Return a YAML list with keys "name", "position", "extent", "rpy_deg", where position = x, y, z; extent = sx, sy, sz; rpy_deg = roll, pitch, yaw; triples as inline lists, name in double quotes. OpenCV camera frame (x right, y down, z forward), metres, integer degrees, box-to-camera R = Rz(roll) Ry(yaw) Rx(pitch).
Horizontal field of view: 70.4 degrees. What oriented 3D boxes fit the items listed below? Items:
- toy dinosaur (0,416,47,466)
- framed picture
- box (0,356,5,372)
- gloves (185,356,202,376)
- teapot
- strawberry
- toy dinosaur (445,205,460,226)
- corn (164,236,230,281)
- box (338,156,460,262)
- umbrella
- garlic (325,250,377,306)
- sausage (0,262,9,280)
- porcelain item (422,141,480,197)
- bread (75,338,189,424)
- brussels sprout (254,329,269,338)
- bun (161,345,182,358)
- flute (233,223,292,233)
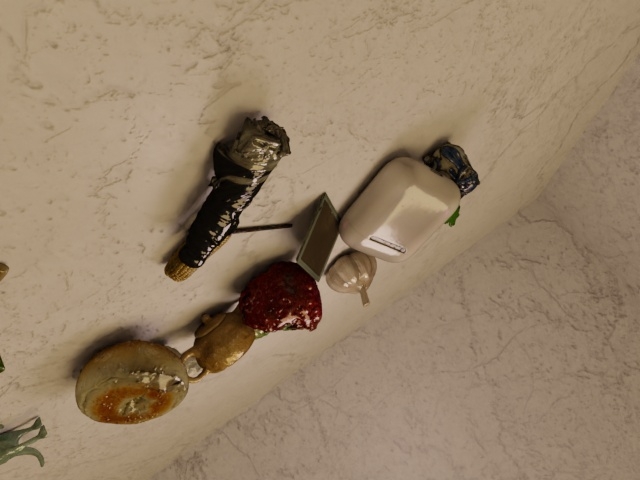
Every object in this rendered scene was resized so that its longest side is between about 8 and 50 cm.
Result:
- name: "toy dinosaur"
  position: [-0.850, 0.566, 1.246]
  extent: [0.206, 0.092, 0.393]
  rpy_deg: [-26, 158, -25]
- name: "framed picture"
  position: [0.000, 0.000, 1.358]
  extent: [0.216, 0.016, 0.273]
  rpy_deg: [-67, 162, -12]
- name: "box"
  position: [-0.604, 0.147, 0.634]
  extent: [0.195, 0.177, 0.148]
  rpy_deg: [-29, 157, -19]
- name: "gloves"
  position: [-0.479, 0.452, 1.615]
  extent: [0.153, 0.070, 0.114]
  rpy_deg: [-27, 166, -6]
- name: "teapot"
  position: [-0.329, 0.307, 1.429]
  extent: [0.311, 0.167, 0.203]
  rpy_deg: [-44, -165, -34]
- name: "strawberry"
  position: [-0.122, 0.173, 1.420]
  extent: [0.274, 0.220, 0.274]
  rpy_deg: [3, 175, 0]
- name: "toy dinosaur"
  position: [0.449, -0.123, 1.792]
  extent: [0.152, 0.177, 0.194]
  rpy_deg: [-2, 111, -49]
- name: "corn"
  position: [-0.277, 0.018, 1.030]
  extent: [0.207, 0.068, 0.068]
  rpy_deg: [-41, 159, 17]
- name: "box"
  position: [0.245, -0.084, 1.420]
  extent: [0.289, 0.141, 0.349]
  rpy_deg: [20, 126, -29]
- name: "umbrella"
  position: [-0.190, -0.087, 0.898]
  extent: [0.113, 0.106, 0.357]
  rpy_deg: [4, 133, -47]
- name: "garlic"
  position: [0.147, 0.161, 1.791]
  extent: [0.219, 0.212, 0.218]
  rpy_deg: [-26, 158, -11]
- name: "sausage"
  position: [-0.576, 0.087, 0.767]
  extent: [0.132, 0.024, 0.024]
  rpy_deg: [-41, 159, 9]
- name: "porcelain item"
  position: [0.434, -0.201, 1.520]
  extent: [0.138, 0.186, 0.288]
  rpy_deg: [-36, 159, -13]
- name: "bread"
  position: [-0.509, 0.383, 1.246]
  extent: [0.306, 0.158, 0.305]
  rpy_deg: [-7, 136, -7]
- name: "brussels sprout"
  position: [-0.228, 0.291, 1.607]
  extent: [0.155, 0.117, 0.155]
  rpy_deg: [-41, 166, -13]
- name: "bun"
  position: [-0.489, 0.369, 1.406]
  extent: [0.138, 0.094, 0.138]
  rpy_deg: [-4, 131, -5]
- name: "flute"
  position: [-0.166, -0.029, 1.177]
  extent: [0.270, 0.014, 0.014]
  rpy_deg: [-8, 145, -51]
